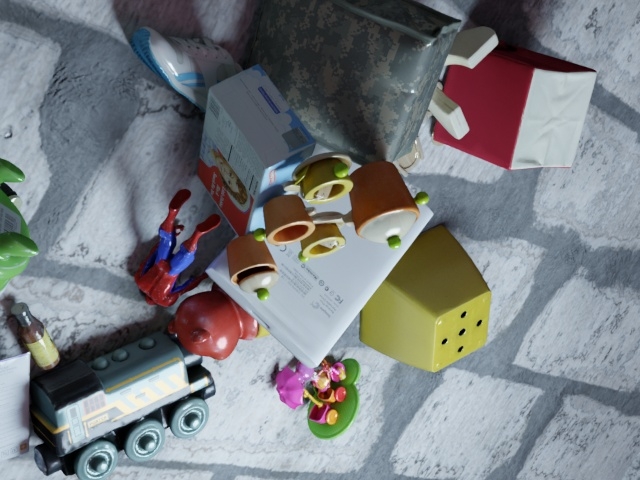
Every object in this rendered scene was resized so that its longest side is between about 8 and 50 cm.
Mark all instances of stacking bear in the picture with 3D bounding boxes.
[{"bbox_3d":[-0.114,0.101,1.868,0.289,0.175,0.164,-29,121,-30],"label":"stacking bear"}]

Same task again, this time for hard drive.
[{"bbox_3d":[0.006,0.002,1.834,0.233,0.047,0.353,44,64,-9],"label":"hard drive"}]

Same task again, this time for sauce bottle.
[{"bbox_3d":[-0.439,0.146,1.716,0.042,0.042,0.128,-33,138,-20],"label":"sauce bottle"}]

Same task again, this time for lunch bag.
[{"bbox_3d":[0.028,-0.268,1.679,0.169,0.287,0.235,-43,155,-59],"label":"lunch bag"}]

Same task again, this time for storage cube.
[{"bbox_3d":[0.349,-0.241,2.011,0.184,0.193,0.215,-4,112,-40],"label":"storage cube"}]

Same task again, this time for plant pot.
[{"bbox_3d":[0.218,0.131,2.192,0.212,0.187,0.212,-24,133,-28],"label":"plant pot"}]

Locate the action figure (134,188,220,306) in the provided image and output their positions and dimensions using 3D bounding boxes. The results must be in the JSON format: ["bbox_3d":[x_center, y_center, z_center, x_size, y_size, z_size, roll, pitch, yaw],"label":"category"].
[{"bbox_3d":[-0.211,0.010,1.760,0.139,0.091,0.280,-44,173,-41],"label":"action figure"}]

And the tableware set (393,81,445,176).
[{"bbox_3d":[0.186,-0.202,2.043,0.169,0.020,0.141,-40,138,-11],"label":"tableware set"}]

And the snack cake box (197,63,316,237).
[{"bbox_3d":[-0.102,-0.119,1.662,0.089,0.152,0.264,-30,164,-22],"label":"snack cake box"}]

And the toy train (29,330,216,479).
[{"bbox_3d":[-0.324,0.264,1.846,0.334,0.142,0.190,-23,123,-29],"label":"toy train"}]

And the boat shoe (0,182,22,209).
[{"bbox_3d":[-0.479,-0.028,1.554,0.133,0.042,0.049,-42,159,-10],"label":"boat shoe"}]

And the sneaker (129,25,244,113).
[{"bbox_3d":[-0.188,-0.258,1.614,0.092,0.087,0.229,-51,149,3],"label":"sneaker"}]

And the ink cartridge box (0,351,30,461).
[{"bbox_3d":[-0.546,0.268,1.708,0.206,0.045,0.208,-15,129,-34],"label":"ink cartridge box"}]

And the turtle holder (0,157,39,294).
[{"bbox_3d":[-0.526,-0.013,1.372,0.227,0.243,0.320,-43,151,17],"label":"turtle holder"}]

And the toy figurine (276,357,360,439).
[{"bbox_3d":[-0.013,0.279,2.167,0.159,0.130,0.173,37,70,-40],"label":"toy figurine"}]

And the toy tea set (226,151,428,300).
[{"bbox_3d":[0.000,0.000,1.628,0.200,0.124,0.336,-1,153,-36],"label":"toy tea set"}]

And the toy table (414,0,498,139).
[{"bbox_3d":[0.151,-0.285,1.843,0.252,0.161,0.274,-51,141,1],"label":"toy table"}]
